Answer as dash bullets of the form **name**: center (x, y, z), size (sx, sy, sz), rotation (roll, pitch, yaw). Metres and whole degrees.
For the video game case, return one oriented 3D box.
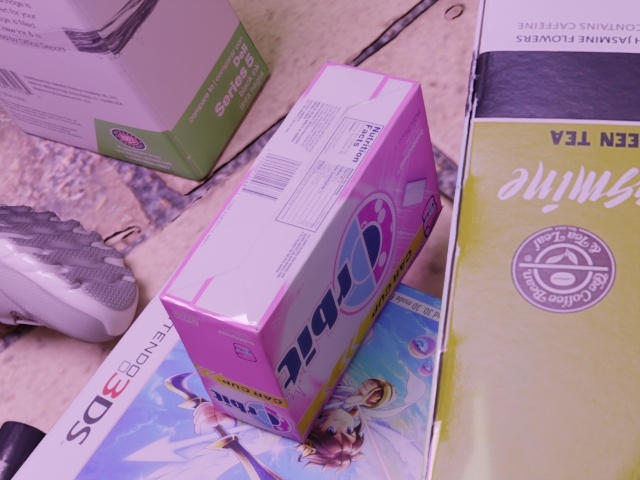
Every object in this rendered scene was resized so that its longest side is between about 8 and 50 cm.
- **video game case**: center (-0.015, 0.127, 0.680), size (0.269, 0.061, 0.244), rotation (22, 63, 29)

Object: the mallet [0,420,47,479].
- **mallet**: center (-0.135, 0.166, 0.746), size (0.190, 0.039, 0.062), rotation (15, 63, 26)

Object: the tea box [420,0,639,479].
- **tea box**: center (0.219, 0.060, 0.509), size (0.329, 0.220, 0.323), rotation (5, 58, 11)

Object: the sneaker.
- **sneaker**: center (-0.250, 0.028, 0.869), size (0.281, 0.105, 0.115), rotation (18, 100, 27)

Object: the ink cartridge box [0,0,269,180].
- **ink cartridge box**: center (-0.186, -0.181, 0.850), size (0.198, 0.273, 0.114), rotation (17, 66, 31)

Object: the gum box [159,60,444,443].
- **gum box**: center (0.000, 0.000, 0.665), size (0.062, 0.107, 0.188), rotation (17, 58, 26)
